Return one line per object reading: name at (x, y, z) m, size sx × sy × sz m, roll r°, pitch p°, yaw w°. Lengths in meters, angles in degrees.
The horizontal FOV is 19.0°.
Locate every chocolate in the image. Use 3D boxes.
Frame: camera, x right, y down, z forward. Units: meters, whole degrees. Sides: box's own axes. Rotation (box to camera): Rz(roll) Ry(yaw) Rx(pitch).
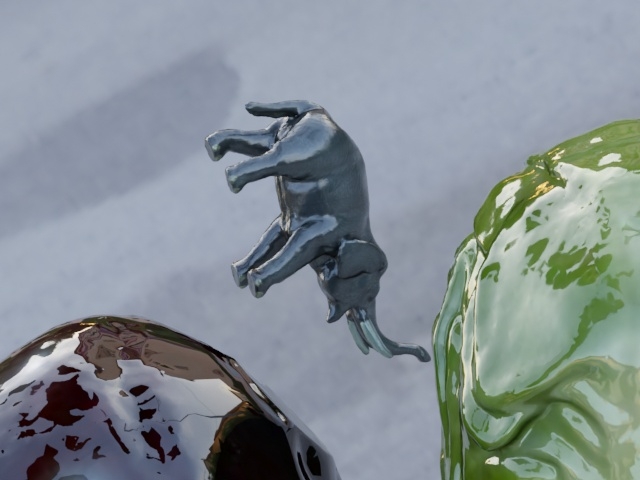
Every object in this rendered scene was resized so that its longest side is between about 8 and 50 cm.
chocolate at (-0.151, 0.211, 1.235) m, size 0.331 × 0.383 × 0.383 m, roll -46°, pitch 25°, yaw -1°

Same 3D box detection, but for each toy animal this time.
toy animal at (-0.008, 0.006, 1.614) m, size 0.137 × 0.269 × 0.082 m, roll -23°, pitch 12°, yaw -15°

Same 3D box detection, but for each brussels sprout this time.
brussels sprout at (0.185, 0.085, 1.148) m, size 0.247 × 0.328 × 0.328 m, roll 8°, pitch 35°, yaw 6°
